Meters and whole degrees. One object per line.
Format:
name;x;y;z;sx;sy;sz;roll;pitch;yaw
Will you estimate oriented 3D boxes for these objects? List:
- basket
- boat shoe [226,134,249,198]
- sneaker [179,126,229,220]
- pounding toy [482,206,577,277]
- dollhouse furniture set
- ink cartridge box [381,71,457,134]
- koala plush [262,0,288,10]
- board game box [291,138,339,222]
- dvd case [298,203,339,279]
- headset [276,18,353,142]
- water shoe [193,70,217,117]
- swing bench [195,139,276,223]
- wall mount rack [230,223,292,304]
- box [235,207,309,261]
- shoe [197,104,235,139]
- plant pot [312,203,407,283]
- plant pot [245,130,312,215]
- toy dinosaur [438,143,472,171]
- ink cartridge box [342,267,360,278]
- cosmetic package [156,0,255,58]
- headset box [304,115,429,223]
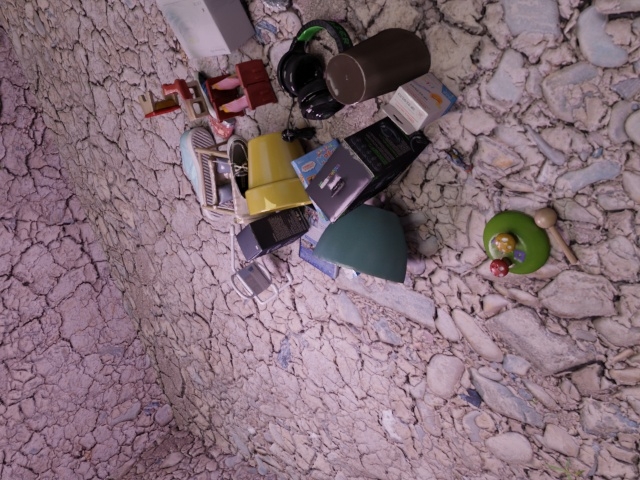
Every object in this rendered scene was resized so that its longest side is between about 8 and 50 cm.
basket;0.134;-0.438;1.536;0.204;0.227;0.154;18;128;37
boat shoe;-0.262;-0.244;2.020;0.070;0.077;0.219;-114;14;-55
sneaker;-0.458;-0.261;2.365;0.150;0.135;0.366;10;114;51
pounding toy;0.507;0.021;1.559;0.237;0.110;0.183;-15;105;50
dollhouse furniture set;-0.354;-0.448;1.923;0.201;0.374;0.152;-6;107;49
ink cartridge box;0.249;-0.346;1.515;0.104;0.181;0.061;47;140;11
koala plush;-0.186;-0.752;1.701;0.221;0.203;0.196;22;132;19
board game box;0.028;-0.186;1.872;0.211;0.160;0.039;62;161;-7
dvd case;0.000;0.000;2.140;0.180;0.022;0.253;32;135;29
headset;-0.011;-0.446;1.767;0.243;0.185;0.394;56;133;26
water shoe;-0.386;-0.526;2.150;0.203;0.080;0.073;65;-177;19
swing bench;-0.303;-0.214;2.193;0.254;0.165;0.253;24;130;34
wall mount rack;-0.248;0.080;2.283;0.130;0.350;0.304;-38;90;15
box;-0.172;-0.024;2.131;0.153;0.207;0.108;-33;81;58
shoe;-0.387;-0.443;2.202;0.178;0.063;0.081;38;135;17
plant pot;0.140;-0.006;1.828;0.290;0.290;0.195;17;92;38
plant pot;-0.134;-0.222;1.967;0.254;0.254;0.239;-11;93;49
toy dinosaur;0.369;-0.217;1.611;0.082;0.047;0.090;54;175;-11
ink cartridge box;0.100;0.088;2.090;0.048;0.028;0.083;-27;96;51
cosmetic package;-0.363;-0.708;1.894;0.224;0.138;0.225;9;140;42
headset box;0.121;-0.202;1.668;0.131;0.283;0.246;51;140;7
